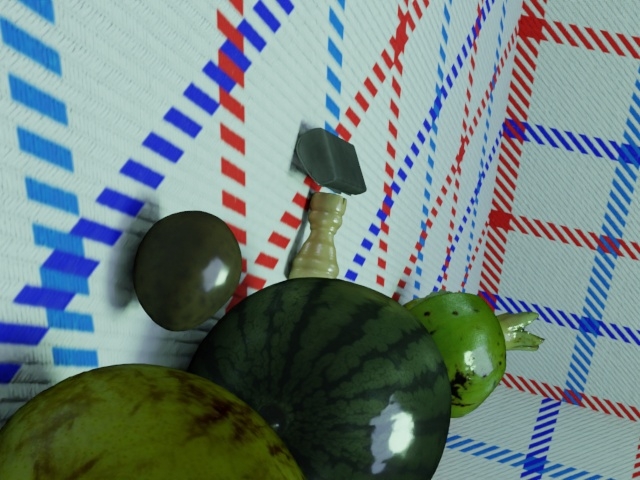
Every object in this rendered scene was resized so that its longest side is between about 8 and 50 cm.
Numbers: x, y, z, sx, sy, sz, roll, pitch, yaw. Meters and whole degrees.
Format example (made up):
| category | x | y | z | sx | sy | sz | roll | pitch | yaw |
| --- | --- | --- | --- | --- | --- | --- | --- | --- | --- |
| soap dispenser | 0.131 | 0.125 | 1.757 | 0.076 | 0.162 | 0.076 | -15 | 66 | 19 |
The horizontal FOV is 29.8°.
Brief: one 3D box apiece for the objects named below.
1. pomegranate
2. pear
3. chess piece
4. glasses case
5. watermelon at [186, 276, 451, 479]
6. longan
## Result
| category | x | y | z | sx | sy | sz | roll | pitch | yaw |
| --- | --- | --- | --- | --- | --- | --- | --- | --- | --- |
| pomegranate | 0.279 | 0.215 | 2.387 | 0.260 | 0.341 | 0.260 | 167 | -90 | -81 |
| pear | -0.123 | 0.230 | 0.872 | 0.283 | 0.284 | 0.283 | 14 | 90 | -76 |
| chess piece | 0.000 | 0.000 | 1.567 | 0.066 | 0.066 | 0.122 | 53 | 46 | -73 |
| glasses case | 0.018 | -0.096 | 1.531 | 0.072 | 0.042 | 0.190 | 67 | 12 | 7 |
| watermelon | -0.004 | 0.176 | 1.250 | 0.359 | 0.279 | 0.278 | 5 | 99 | -75 |
| longan | -0.117 | 0.028 | 1.052 | 0.113 | 0.092 | 0.113 | 17 | 90 | -89 |
